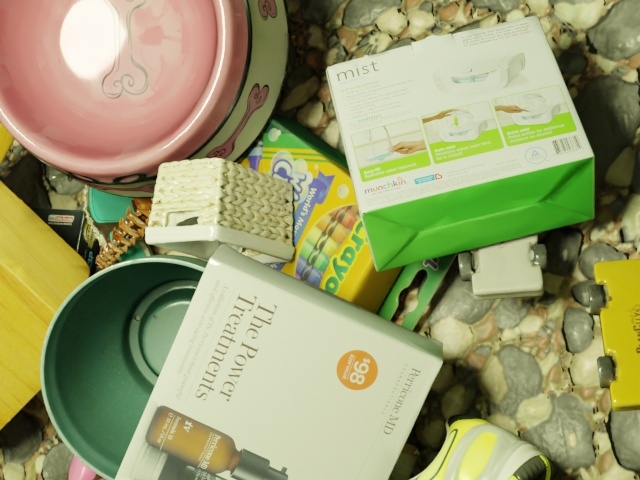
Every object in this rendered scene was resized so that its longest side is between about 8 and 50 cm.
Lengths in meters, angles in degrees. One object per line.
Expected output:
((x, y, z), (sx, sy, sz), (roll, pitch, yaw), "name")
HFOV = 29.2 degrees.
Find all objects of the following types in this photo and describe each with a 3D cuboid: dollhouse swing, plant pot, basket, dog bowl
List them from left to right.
((-0.468, 0.050, 1.761), (0.315, 0.305, 0.347), (43, 123, -6), "dollhouse swing")
((-0.251, -0.253, 1.540), (0.408, 0.150, 0.408), (1, 95, 13), "dog bowl")
((-0.183, 0.147, 1.553), (0.293, 0.196, 0.293), (1, 101, 5), "plant pot")
((-0.118, -0.033, 1.505), (0.113, 0.167, 0.103), (-3, 77, 33), "basket")

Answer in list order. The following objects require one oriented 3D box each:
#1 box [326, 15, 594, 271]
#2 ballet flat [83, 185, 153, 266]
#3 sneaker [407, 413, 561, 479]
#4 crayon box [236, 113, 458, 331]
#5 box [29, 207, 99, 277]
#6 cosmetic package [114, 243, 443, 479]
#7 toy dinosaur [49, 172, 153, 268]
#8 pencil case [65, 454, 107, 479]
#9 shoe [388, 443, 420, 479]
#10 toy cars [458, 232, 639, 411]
((0.158, -0.117, 1.421), (0.262, 0.126, 0.231), (-15, 53, 2), "box")
((-0.296, -0.003, 1.771), (0.077, 0.091, 0.241), (-56, 44, 45), "ballet flat")
((0.110, 0.370, 1.399), (0.384, 0.145, 0.147), (-49, 45, 1), "sneaker")
((0.000, 0.000, 1.567), (0.323, 0.083, 0.203), (38, 108, 32), "crayon box")
((-0.437, 0.039, 1.854), (0.220, 0.051, 0.175), (4, 79, 32), "box")
((-0.064, 0.234, 1.411), (0.284, 0.097, 0.377), (23, 101, -1), "cosmetic package")
((-0.257, -0.125, 1.719), (0.218, 0.164, 0.322), (18, 51, -6), "toy dinosaur")
((-0.296, 0.323, 1.669), (0.095, 0.098, 0.209), (170, 116, -76), "pencil case")
((0.014, 0.262, 1.507), (0.219, 0.076, 0.058), (6, 74, 30), "shoe")
((0.283, 0.060, 1.398), (0.176, 0.087, 0.394), (-37, 53, -17), "toy cars")
